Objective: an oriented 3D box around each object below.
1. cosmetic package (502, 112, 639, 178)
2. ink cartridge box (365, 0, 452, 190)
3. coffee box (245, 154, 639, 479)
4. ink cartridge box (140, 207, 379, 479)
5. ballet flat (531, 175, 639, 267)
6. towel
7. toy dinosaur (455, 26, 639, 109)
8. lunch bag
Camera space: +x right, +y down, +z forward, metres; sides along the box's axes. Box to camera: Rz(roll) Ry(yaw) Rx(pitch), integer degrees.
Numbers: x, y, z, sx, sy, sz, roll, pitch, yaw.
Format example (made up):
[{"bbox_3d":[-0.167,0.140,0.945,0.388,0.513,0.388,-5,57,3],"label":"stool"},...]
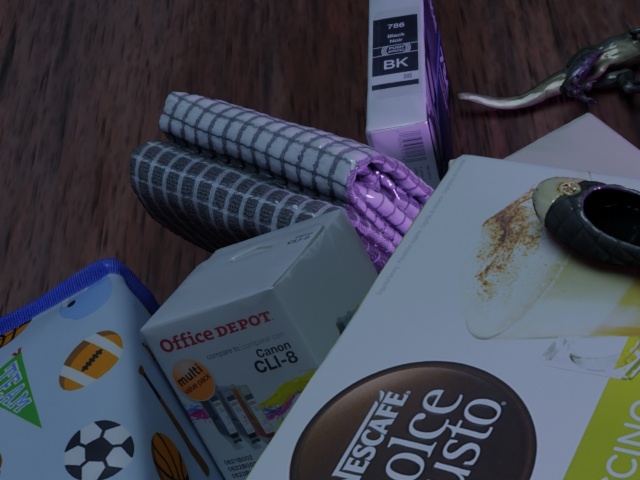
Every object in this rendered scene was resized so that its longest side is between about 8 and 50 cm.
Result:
[{"bbox_3d":[0.274,0.046,1.144,0.113,0.160,0.309,-29,41,-13],"label":"cosmetic package"},{"bbox_3d":[0.091,-0.155,1.426,0.065,0.165,0.332,-9,43,10],"label":"ink cartridge box"},{"bbox_3d":[0.187,0.195,0.872,0.334,0.338,0.337,11,47,29],"label":"coffee box"},{"bbox_3d":[-0.018,0.090,1.026,0.128,0.176,0.127,-19,16,33],"label":"ink cartridge box"},{"bbox_3d":[0.193,-0.008,0.801,0.173,0.049,0.057,24,53,40],"label":"ballet flat"},{"bbox_3d":[0.000,0.000,1.217,0.235,0.284,0.121,18,76,39],"label":"towel"},{"bbox_3d":[0.283,-0.173,1.459,0.268,0.064,0.118,-23,27,-4],"label":"toy dinosaur"},{"bbox_3d":[-0.245,0.256,1.034,0.385,0.239,0.328,-26,41,12],"label":"lunch bag"}]
